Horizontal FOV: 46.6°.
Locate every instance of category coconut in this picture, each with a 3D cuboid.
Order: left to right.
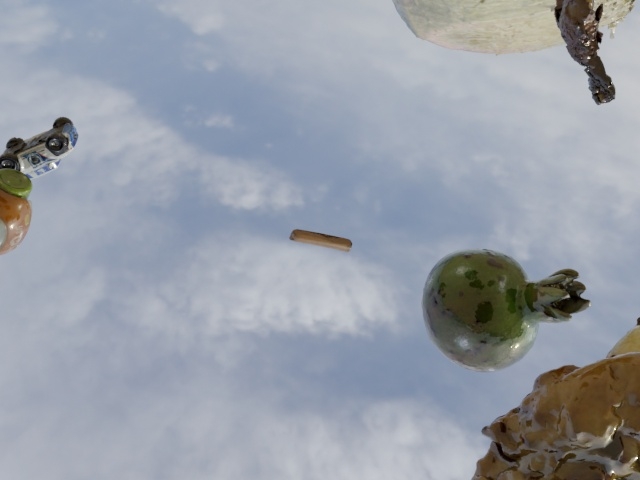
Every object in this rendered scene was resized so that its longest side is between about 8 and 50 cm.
[{"bbox_3d":[0.176,-0.324,0.721,0.254,0.297,0.297,1,-145,21],"label":"coconut"}]

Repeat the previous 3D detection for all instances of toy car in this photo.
[{"bbox_3d":[-0.602,-0.038,1.208,0.235,0.145,0.235,26,-150,-17],"label":"toy car"},{"bbox_3d":[-0.528,-0.162,1.385,0.171,0.070,0.080,-22,-145,8],"label":"toy car"}]

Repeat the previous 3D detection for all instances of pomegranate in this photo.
[{"bbox_3d":[0.322,0.108,1.380,0.242,0.306,0.242,15,-127,-22],"label":"pomegranate"}]

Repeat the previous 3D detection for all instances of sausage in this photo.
[{"bbox_3d":[0.000,0.000,1.327,0.116,0.026,0.026,11,-144,-24],"label":"sausage"}]

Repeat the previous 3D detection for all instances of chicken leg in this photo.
[{"bbox_3d":[0.121,-0.105,0.347,0.021,0.036,0.083,-15,-109,26],"label":"chicken leg"}]

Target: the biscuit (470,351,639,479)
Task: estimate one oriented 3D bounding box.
[{"bbox_3d":[0.275,0.255,0.646,0.289,0.334,0.081,-7,-163,6],"label":"biscuit"}]

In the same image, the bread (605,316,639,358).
[{"bbox_3d":[0.400,0.179,0.776,0.197,0.197,0.170,-7,-156,-20],"label":"bread"}]
